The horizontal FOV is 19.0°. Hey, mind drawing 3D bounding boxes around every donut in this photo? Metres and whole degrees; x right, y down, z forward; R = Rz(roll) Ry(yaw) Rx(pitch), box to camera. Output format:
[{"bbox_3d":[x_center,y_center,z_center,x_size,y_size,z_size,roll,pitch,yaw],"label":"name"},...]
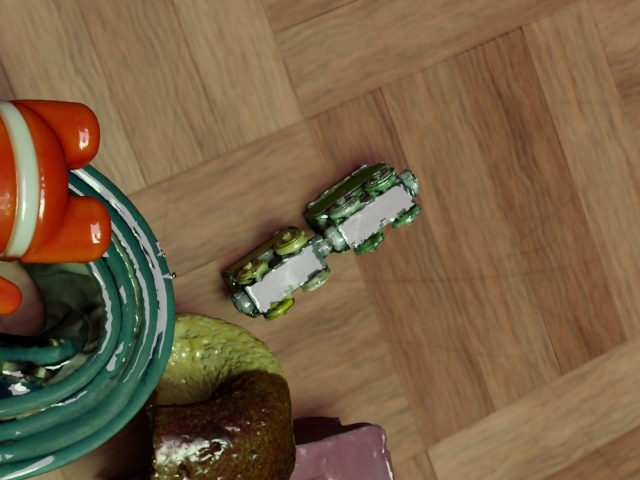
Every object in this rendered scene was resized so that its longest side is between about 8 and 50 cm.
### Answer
[{"bbox_3d":[-0.088,0.135,1.573,0.141,0.217,0.085,-1,125,-10],"label":"donut"}]

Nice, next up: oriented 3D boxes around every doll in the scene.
[{"bbox_3d":[-0.307,-0.040,1.367,0.336,0.105,0.200,-2,80,-39],"label":"doll"}]

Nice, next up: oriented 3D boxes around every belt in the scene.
[{"bbox_3d":[-0.338,0.046,1.484,0.436,0.173,0.300,7,79,-30],"label":"belt"}]

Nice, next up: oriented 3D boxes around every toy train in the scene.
[{"bbox_3d":[0.000,0.000,1.706,0.202,0.081,0.060,-36,105,-15],"label":"toy train"}]

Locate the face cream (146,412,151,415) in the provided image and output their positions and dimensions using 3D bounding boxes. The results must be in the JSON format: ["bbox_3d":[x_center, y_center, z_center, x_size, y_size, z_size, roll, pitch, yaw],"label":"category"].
[{"bbox_3d":[-0.100,0.139,1.688,0.115,0.020,0.038,-1,90,-29],"label":"face cream"}]

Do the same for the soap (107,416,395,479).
[{"bbox_3d":[-0.034,0.353,1.666,0.233,0.128,0.360,-14,97,-27],"label":"soap"}]
